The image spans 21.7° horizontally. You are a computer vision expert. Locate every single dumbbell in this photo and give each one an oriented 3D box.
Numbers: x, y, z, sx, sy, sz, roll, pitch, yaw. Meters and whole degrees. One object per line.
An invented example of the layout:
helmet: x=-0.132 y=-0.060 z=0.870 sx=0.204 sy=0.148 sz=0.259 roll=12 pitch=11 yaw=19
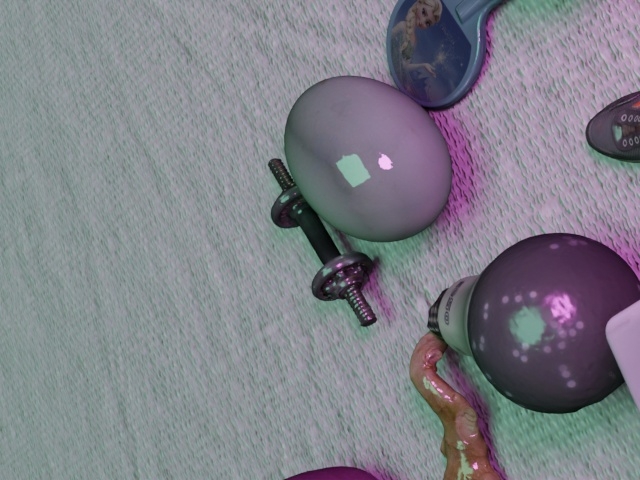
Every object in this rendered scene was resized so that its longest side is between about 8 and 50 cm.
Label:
dumbbell: x=0.000 y=0.000 z=2.001 sx=0.081 sy=0.082 sz=0.254 roll=-52 pitch=56 yaw=35

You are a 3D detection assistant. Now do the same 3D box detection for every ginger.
ginger: x=0.154 y=0.235 z=1.859 sx=0.089 sy=0.075 sz=0.288 roll=-30 pitch=74 yaw=50

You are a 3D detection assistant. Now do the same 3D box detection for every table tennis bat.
table tennis bat: x=0.153 y=-0.243 z=1.861 sx=0.237 sy=0.038 sz=0.149 roll=-38 pitch=64 yaw=44

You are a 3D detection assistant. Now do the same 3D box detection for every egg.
egg: x=0.051 y=-0.094 z=1.877 sx=0.231 sy=0.168 sz=0.168 roll=46 pitch=123 yaw=38

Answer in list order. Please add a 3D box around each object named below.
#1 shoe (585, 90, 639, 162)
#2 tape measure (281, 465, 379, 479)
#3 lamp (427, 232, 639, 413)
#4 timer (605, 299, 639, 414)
shoe: x=0.331 y=-0.115 z=1.641 sx=0.194 sy=0.077 sz=0.074 roll=0 pitch=92 yaw=47
tape measure: x=0.009 y=0.386 z=1.967 sx=0.245 sy=0.149 sz=0.231 roll=-22 pitch=78 yaw=53
lamp: x=0.199 y=0.096 z=1.724 sx=0.314 sy=0.182 sz=0.182 roll=-19 pitch=78 yaw=51
timer: x=0.407 y=0.110 z=1.483 sx=0.195 sy=0.192 sz=0.194 roll=-40 pitch=63 yaw=40
